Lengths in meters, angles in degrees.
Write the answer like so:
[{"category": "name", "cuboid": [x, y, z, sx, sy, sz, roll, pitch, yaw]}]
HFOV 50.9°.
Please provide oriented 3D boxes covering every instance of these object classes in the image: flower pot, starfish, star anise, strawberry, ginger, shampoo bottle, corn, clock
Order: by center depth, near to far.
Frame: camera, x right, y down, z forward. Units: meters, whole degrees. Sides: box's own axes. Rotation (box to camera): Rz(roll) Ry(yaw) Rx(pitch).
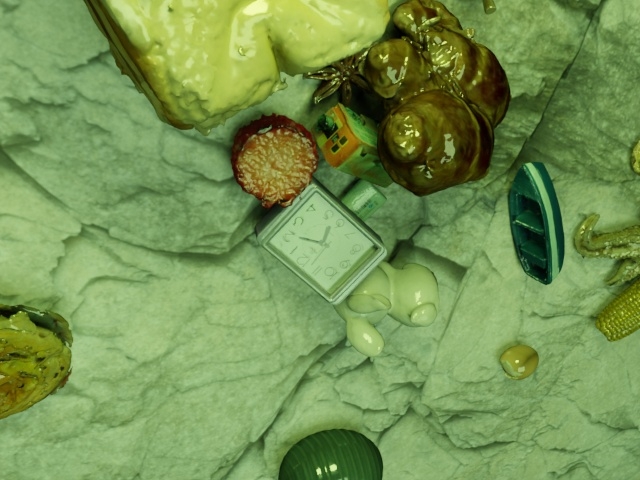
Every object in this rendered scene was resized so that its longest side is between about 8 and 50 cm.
[{"category": "ginger", "cuboid": [0.177, -0.209, 1.013, 0.274, 0.152, 0.357, 61, 43, -35]}, {"category": "star anise", "cuboid": [0.033, -0.266, 1.048, 0.141, 0.042, 0.141, -14, 134, -16]}, {"category": "strawberry", "cuboid": [-0.073, -0.130, 1.058, 0.145, 0.086, 0.145, -9, 120, -16]}, {"category": "clock", "cuboid": [-0.001, 0.000, 1.153, 0.193, 0.073, 0.144, 41, 99, -18]}, {"category": "shampoo bottle", "cuboid": [0.032, -0.028, 1.209, 0.191, 0.041, 0.069, -45, 131, 8]}, {"category": "starfish", "cuboid": [0.797, -0.039, 1.496, 0.432, 0.082, 0.324, -24, 138, 23]}, {"category": "flower pot", "cuboid": [0.025, 0.522, 1.502, 0.243, 0.157, 0.189, -9, 126, -18]}, {"category": "corn", "cuboid": [0.812, 0.132, 1.654, 0.305, 0.106, 0.106, -40, 129, 7]}]

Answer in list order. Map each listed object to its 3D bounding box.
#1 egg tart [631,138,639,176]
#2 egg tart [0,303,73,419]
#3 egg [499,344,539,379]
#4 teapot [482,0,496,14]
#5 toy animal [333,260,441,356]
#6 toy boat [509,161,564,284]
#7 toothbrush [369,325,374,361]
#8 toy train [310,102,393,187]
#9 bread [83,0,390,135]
[{"category": "egg tart", "cuboid": [0.719, -0.187, 1.428, 0.129, 0.049, 0.128, -12, 124, -18]}, {"category": "egg tart", "cuboid": [-0.533, 0.187, 1.038, 0.297, 0.132, 0.297, -21, 143, -17]}, {"category": "egg", "cuboid": [0.480, 0.289, 1.613, 0.096, 0.080, 0.080, -30, 130, -14]}, {"category": "teapot", "cuboid": [0.243, -0.395, 1.033, 0.080, 0.110, 0.085, -20, 173, -30]}, {"category": "toy animal", "cuboid": [0.126, 0.116, 1.264, 0.193, 0.178, 0.127, -5, 121, -25]}, {"category": "toy boat", "cuboid": [0.442, -0.040, 1.367, 0.062, 0.096, 0.299, -33, 128, -16]}, {"category": "toothbrush", "cuboid": [0.108, 0.194, 1.414, 0.017, 0.014, 0.162, -1, 124, -3]}, {"category": "toy train", "cuboid": [0.067, -0.151, 1.086, 0.072, 0.099, 0.188, -39, 148, 29]}, {"category": "bread", "cuboid": [-0.156, -0.350, 0.693, 0.279, 0.371, 0.390, -34, 133, -7]}]
